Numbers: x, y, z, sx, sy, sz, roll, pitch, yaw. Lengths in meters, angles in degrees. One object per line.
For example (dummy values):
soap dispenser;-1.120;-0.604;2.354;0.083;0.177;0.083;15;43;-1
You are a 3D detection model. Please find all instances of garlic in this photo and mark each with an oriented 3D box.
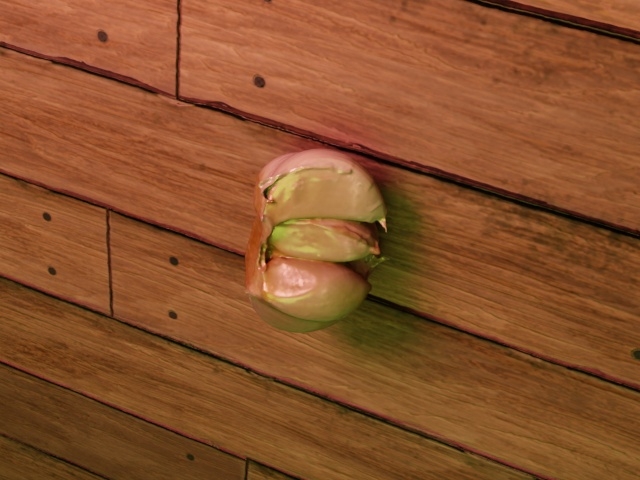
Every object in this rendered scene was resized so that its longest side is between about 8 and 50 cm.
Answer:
garlic;-0.003;0.000;1.196;0.203;0.184;0.280;4;107;-9
